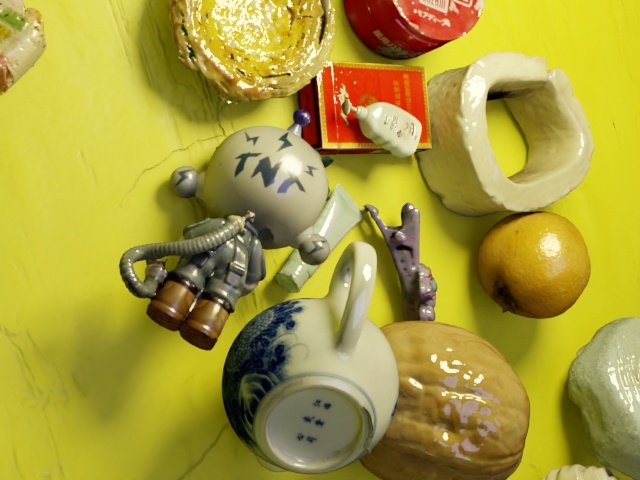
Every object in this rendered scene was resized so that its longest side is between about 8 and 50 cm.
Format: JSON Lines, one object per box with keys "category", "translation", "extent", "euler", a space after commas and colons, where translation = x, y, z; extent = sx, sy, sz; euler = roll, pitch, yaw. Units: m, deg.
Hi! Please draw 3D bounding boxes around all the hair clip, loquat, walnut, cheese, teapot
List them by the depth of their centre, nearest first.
{"category": "teapot", "translation": [-0.015, 0.190, 1.232], "extent": [0.253, 0.280, 0.423], "euler": [18, 112, -12]}
{"category": "walnut", "translation": [0.180, 0.274, 1.372], "extent": [0.313, 0.277, 0.252], "euler": [11, 46, 4]}
{"category": "hair clip", "translation": [0.161, 0.056, 1.472], "extent": [0.090, 0.137, 0.278], "euler": [-20, 98, 4]}
{"category": "loquat", "translation": [0.393, 0.046, 1.562], "extent": [0.208, 0.208, 0.207], "euler": [2, 85, -32]}
{"category": "cheese", "translation": [0.350, -0.200, 1.580], "extent": [0.332, 0.153, 0.292], "euler": [-15, 95, -33]}

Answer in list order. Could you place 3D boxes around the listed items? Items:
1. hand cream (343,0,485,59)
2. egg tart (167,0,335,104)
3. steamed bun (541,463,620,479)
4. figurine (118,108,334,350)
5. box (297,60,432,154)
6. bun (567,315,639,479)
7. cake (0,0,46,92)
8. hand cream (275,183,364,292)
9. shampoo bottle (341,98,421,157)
{"category": "hand cream", "translation": [0.162, -0.439, 1.485], "extent": [0.230, 0.149, 0.230], "euler": [1, 88, -30]}
{"category": "egg tart", "translation": [-0.114, -0.338, 1.332], "extent": [0.291, 0.107, 0.290], "euler": [2, 85, -26]}
{"category": "steamed bun", "translation": [0.510, 0.489, 1.631], "extent": [0.183, 0.183, 0.106], "euler": [19, 56, -30]}
{"category": "figurine", "translation": [-0.114, -0.019, 1.261], "extent": [0.261, 0.186, 0.381], "euler": [35, 64, -14]}
{"category": "box", "translation": [0.078, -0.228, 1.465], "extent": [0.240, 0.074, 0.153], "euler": [-4, 93, -33]}
{"category": "bun", "translation": [0.653, 0.325, 1.695], "extent": [0.355, 0.194, 0.354], "euler": [13, 54, -18]}
{"category": "cake", "translation": [-0.472, -0.308, 1.118], "extent": [0.225, 0.090, 0.109], "euler": [41, 71, -22]}
{"category": "hand cream", "translation": [0.000, 0.000, 1.412], "extent": [0.078, 0.050, 0.205], "euler": [49, 60, -21]}
{"category": "shampoo bottle", "translation": [0.097, -0.198, 1.407], "extent": [0.152, 0.045, 0.077], "euler": [24, 76, -29]}
